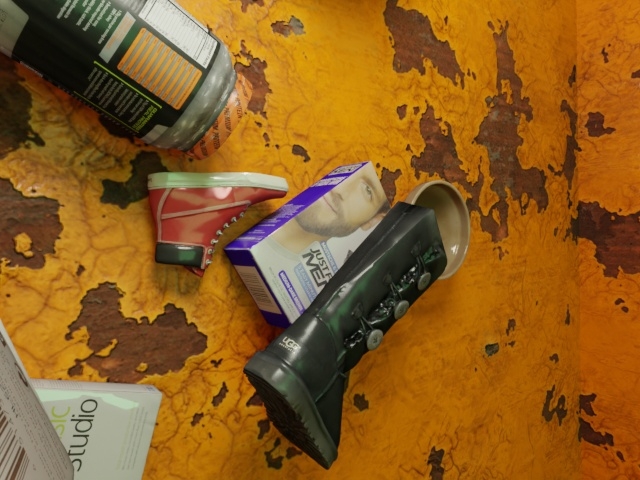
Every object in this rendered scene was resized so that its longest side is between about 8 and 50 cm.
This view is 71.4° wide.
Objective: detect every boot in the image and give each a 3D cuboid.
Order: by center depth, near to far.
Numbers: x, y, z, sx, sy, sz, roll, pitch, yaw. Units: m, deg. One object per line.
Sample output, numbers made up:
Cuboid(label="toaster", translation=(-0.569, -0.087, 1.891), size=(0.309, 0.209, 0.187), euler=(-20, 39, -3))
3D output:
Cuboid(label="boot", translation=(-0.167, -0.030, 0.778), size=(0.245, 0.088, 0.176), euler=(-7, 95, -30))
Cuboid(label="boot", translation=(0.082, 0.183, 0.873), size=(0.445, 0.146, 0.366), euler=(-47, 147, -30))

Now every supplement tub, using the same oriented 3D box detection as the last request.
Cuboid(label="supplement tub", translation=(-0.265, -0.262, 0.628), size=(0.316, 0.194, 0.193), euler=(34, 70, -34))

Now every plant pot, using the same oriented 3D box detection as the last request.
Cuboid(label="plant pot", translation=(0.252, -0.024, 1.085), size=(0.238, 0.110, 0.237), euler=(0, 90, -37))

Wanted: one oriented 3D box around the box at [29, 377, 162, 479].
Cuboid(label="box", translation=(-0.406, 0.311, 0.610), size=(0.322, 0.059, 0.232), euler=(17, 80, -35))

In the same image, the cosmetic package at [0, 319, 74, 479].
Cuboid(label="cosmetic package", translation=(-0.465, 0.212, 0.340), size=(0.394, 0.327, 0.329), euler=(-24, 98, -27))

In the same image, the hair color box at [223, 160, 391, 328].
Cuboid(label="hair color box", translation=(0.000, 0.000, 0.893), size=(0.339, 0.110, 0.185), euler=(-40, 114, -32))
